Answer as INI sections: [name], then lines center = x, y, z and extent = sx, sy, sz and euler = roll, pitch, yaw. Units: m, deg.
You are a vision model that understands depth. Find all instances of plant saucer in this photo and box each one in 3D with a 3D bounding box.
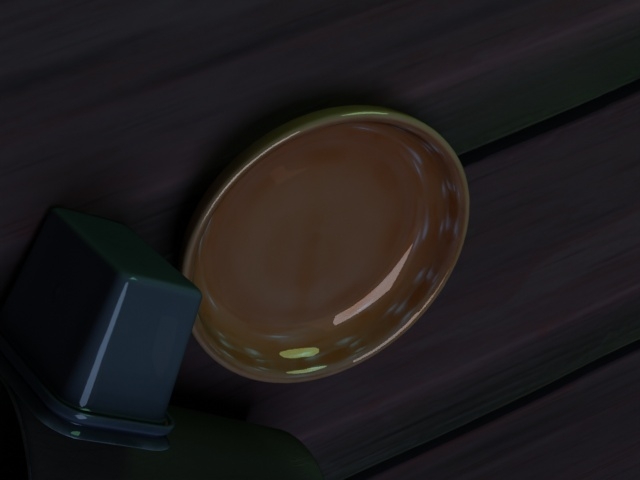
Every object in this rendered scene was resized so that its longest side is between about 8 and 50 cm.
[plant saucer]
center = 0.000, 0.000, 0.900
extent = 0.200, 0.037, 0.200
euler = -16, 129, -21

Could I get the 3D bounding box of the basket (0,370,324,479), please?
[basket]
center = -0.118, 0.178, 0.883
extent = 0.226, 0.154, 0.204
euler = 6, 88, -40

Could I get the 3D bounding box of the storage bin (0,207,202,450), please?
[storage bin]
center = -0.120, 0.045, 0.805
extent = 0.098, 0.135, 0.091
euler = 16, 103, -37
